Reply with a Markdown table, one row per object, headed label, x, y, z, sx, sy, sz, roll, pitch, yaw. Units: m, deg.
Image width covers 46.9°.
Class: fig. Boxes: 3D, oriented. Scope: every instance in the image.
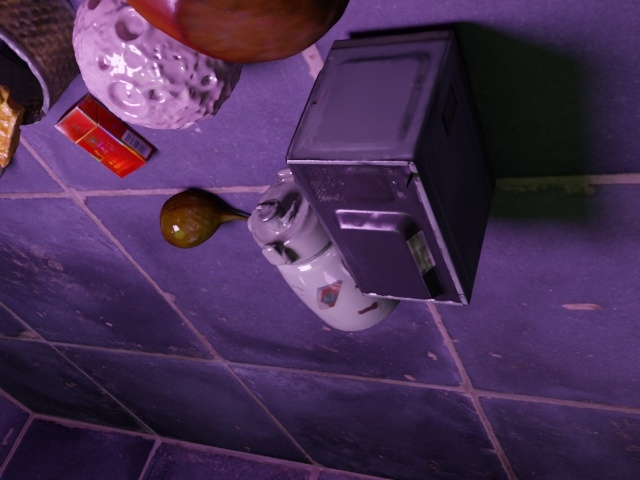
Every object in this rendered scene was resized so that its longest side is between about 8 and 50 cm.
| label | x | y | z | sx | sy | sz | roll | pitch | yaw |
| --- | --- | --- | --- | --- | --- | --- | --- | --- | --- |
| fig | -0.227 | -0.041 | 1.590 | 0.236 | 0.124 | 0.124 | 3 | 147 | -5 |

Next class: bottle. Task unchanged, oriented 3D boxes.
| label | x | y | z | sx | sy | sz | roll | pitch | yaw |
| --- | --- | --- | --- | --- | --- | --- | --- | --- | --- |
| bottle | 0.000 | 0.000 | 1.394 | 0.229 | 0.229 | 0.352 | -5 | 145 | 34 |

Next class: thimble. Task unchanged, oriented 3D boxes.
| label | x | y | z | sx | sy | sz | roll | pitch | yaw |
| --- | --- | --- | --- | --- | --- | --- | --- | --- | --- |
| thimble | -0.553 | -0.341 | 1.286 | 0.270 | 0.150 | 0.271 | 16 | 147 | 10 |

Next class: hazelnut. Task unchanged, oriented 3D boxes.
| label | x | y | z | sx | sy | sz | roll | pitch | yaw |
| --- | --- | --- | --- | --- | --- | --- | --- | --- | --- |
| hazelnut | -0.107 | -0.383 | 0.840 | 0.365 | 0.366 | 0.366 | 15 | 147 | 10 |

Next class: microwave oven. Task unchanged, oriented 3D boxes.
| label | x | y | z | sx | sy | sz | roll | pitch | yaw |
| --- | --- | --- | --- | --- | --- | --- | --- | --- | --- |
| microwave oven | 0.116 | -0.100 | 1.140 | 0.218 | 0.286 | 0.355 | 4 | 147 | 27 |

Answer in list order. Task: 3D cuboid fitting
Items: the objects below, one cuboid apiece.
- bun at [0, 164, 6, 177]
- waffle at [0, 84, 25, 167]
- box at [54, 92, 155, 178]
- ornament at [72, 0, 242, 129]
| label | x | y | z | sx | sy | sz | roll | pitch | yaw |
| --- | --- | --- | --- | --- | --- | --- | --- | --- | --- |
| bun | -0.834 | -0.204 | 1.652 | 0.239 | 0.141 | 0.239 | 15 | 150 | 9 |
| waffle | -0.601 | -0.230 | 1.283 | 0.160 | 0.055 | 0.211 | 29 | 147 | -13 |
| box | -0.439 | -0.209 | 1.504 | 0.175 | 0.048 | 0.112 | 40 | 143 | -26 |
| ornament | -0.243 | -0.289 | 1.116 | 0.259 | 0.225 | 0.259 | 16 | 147 | 11 |
